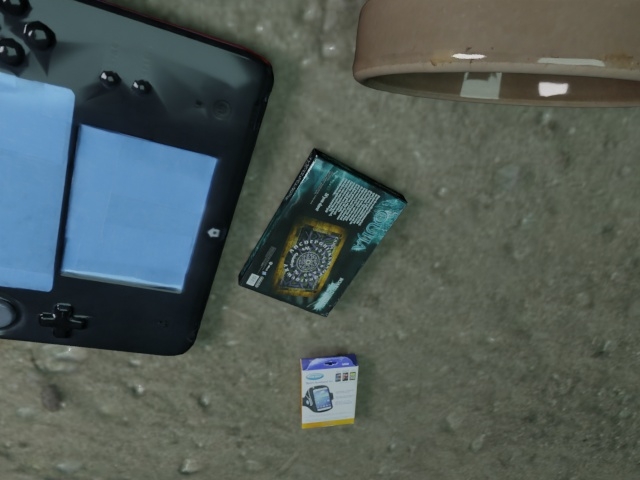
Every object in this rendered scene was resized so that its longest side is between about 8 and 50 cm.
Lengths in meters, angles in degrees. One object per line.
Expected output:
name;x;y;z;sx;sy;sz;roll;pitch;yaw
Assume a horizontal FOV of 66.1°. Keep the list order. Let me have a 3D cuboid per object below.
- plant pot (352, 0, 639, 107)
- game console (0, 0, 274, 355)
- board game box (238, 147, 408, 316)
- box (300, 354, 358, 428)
plant pot;0.163;-0.224;0.360;0.262;0.263;0.230;2;104;-11
game console;-0.259;-0.045;0.494;0.341;0.060;0.387;14;118;-17
board game box;0.000;0.000;0.581;0.126;0.026;0.186;24;114;-22
box;0.011;0.215;0.714;0.081;0.028;0.136;-3;119;-7
